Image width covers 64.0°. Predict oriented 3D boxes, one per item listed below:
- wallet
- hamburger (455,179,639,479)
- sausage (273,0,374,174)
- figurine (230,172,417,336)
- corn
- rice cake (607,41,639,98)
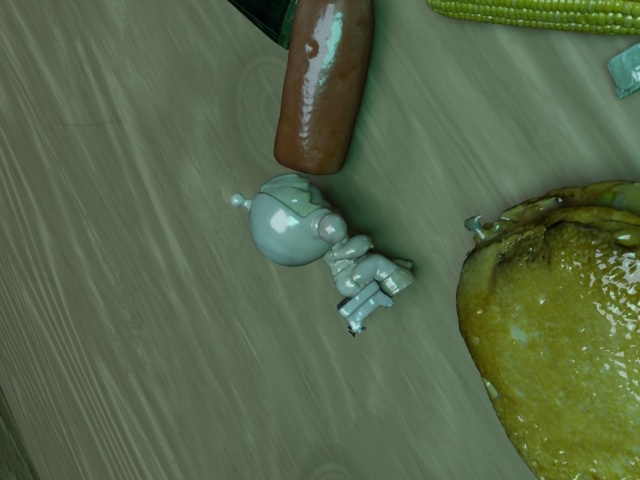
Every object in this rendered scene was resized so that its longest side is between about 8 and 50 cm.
[{"bbox_3d":[-0.097,-0.417,0.762,0.236,0.055,0.160,46,131,18],"label":"wallet"},{"bbox_3d":[0.269,0.093,0.508,0.290,0.170,0.314,-35,76,54],"label":"hamburger"},{"bbox_3d":[0.007,-0.223,0.694,0.113,0.113,0.259,27,118,30],"label":"sausage"},{"bbox_3d":[-0.006,0.007,0.715,0.257,0.182,0.144,44,107,1],"label":"figurine"},{"bbox_3d":[0.224,-0.264,0.532,0.248,0.081,0.081,23,115,33],"label":"corn"},{"bbox_3d":[0.386,-0.201,0.449,0.245,0.042,0.045,-23,82,39],"label":"rice cake"}]
